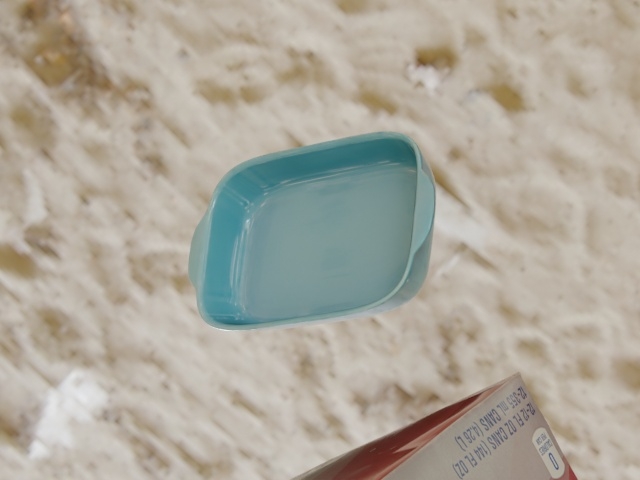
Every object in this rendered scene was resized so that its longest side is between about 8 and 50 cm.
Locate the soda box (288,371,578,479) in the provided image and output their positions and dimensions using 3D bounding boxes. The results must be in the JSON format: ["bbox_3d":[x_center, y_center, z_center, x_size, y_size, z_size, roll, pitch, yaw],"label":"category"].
[{"bbox_3d":[-0.026,0.120,0.359,0.092,0.263,0.083,-29,89,37],"label":"soda box"}]

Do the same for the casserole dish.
[{"bbox_3d":[0.000,0.000,1.025,0.188,0.114,0.037,-10,154,38],"label":"casserole dish"}]
